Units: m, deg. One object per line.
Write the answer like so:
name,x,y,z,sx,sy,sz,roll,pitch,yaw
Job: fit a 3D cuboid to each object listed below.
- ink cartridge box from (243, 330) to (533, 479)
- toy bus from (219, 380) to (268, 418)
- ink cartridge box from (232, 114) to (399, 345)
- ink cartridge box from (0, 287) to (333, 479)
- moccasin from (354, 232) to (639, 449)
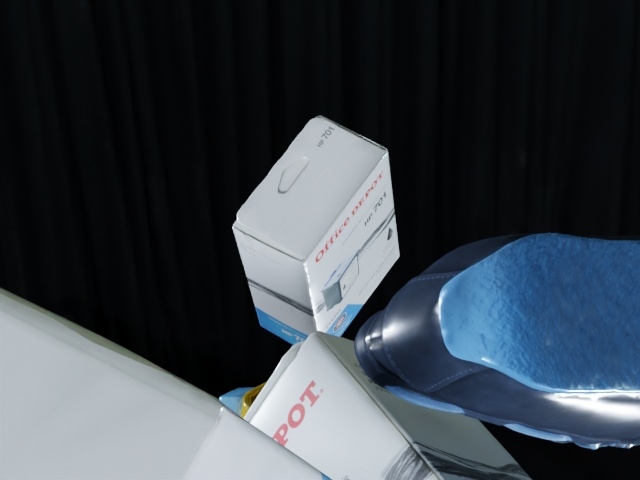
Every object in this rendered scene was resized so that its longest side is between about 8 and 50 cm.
ink cartridge box,0.048,0.223,0.867,0.121,0.211,0.289,18,-158,-44
toy bus,-0.032,0.225,1.385,0.104,0.202,0.191,-21,173,-45
ink cartridge box,0.000,0.000,1.379,0.082,0.191,0.140,29,-113,20
ink cartridge box,-0.154,0.109,0.510,0.270,0.197,0.198,23,169,24
moccasin,0.157,0.052,0.859,0.116,0.138,0.342,-18,154,41
